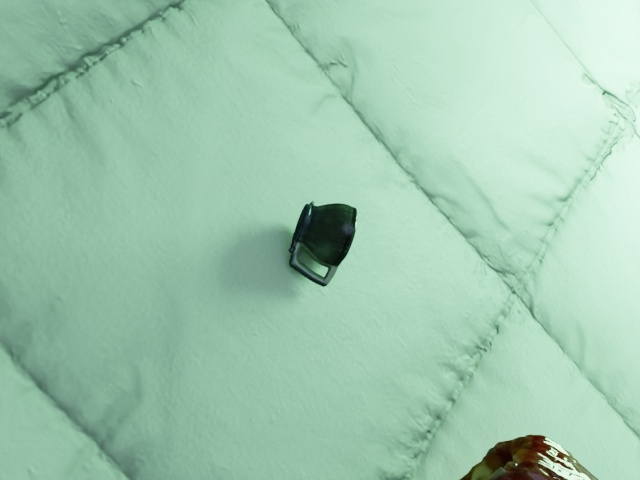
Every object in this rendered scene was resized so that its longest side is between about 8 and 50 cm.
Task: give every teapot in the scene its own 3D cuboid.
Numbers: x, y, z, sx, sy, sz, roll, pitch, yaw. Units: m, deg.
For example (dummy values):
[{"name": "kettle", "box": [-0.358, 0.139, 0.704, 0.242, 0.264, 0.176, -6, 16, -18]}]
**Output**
[{"name": "teapot", "box": [0.000, 0.000, 0.944, 0.057, 0.066, 0.088, 19, 78, -8]}]

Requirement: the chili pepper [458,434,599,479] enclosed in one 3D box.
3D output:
[{"name": "chili pepper", "box": [0.203, 0.304, 0.814, 0.229, 0.251, 0.305, -43, 93, -23]}]
